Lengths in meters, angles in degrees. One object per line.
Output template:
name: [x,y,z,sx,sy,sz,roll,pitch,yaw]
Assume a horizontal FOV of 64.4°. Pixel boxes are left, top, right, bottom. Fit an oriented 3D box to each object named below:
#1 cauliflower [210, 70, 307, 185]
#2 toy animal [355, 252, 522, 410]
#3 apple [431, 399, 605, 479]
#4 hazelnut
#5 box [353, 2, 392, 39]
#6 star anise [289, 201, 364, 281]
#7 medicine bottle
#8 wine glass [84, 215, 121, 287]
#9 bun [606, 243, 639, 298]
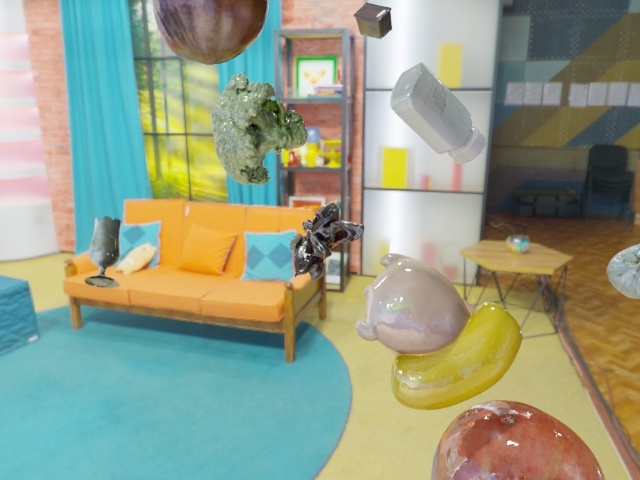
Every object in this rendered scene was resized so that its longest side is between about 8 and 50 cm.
cauliflower: [-0.162,-0.295,1.354,0.251,0.272,0.275,-6,-4,-14]
toy animal: [0.226,0.208,1.114,0.345,0.277,0.247,30,2,-1]
apple: [0.429,0.533,1.113,0.365,0.363,0.364,0,15,0]
hazelnut: [-0.193,-0.420,0.909,0.212,0.180,0.181,-3,32,17]
box: [0.137,-0.555,1.289,0.085,0.063,0.060,28,66,34]
star anise: [-0.003,0.002,1.361,0.129,0.212,0.282,33,7,-25]
medicine bottle: [0.328,-0.338,1.402,0.296,0.161,0.111,33,-27,-28]
wine glass: [-0.254,0.013,0.603,0.042,0.083,0.039,17,-34,-38]
bun: [0.753,0.066,1.200,0.141,0.083,0.140,-29,36,24]
